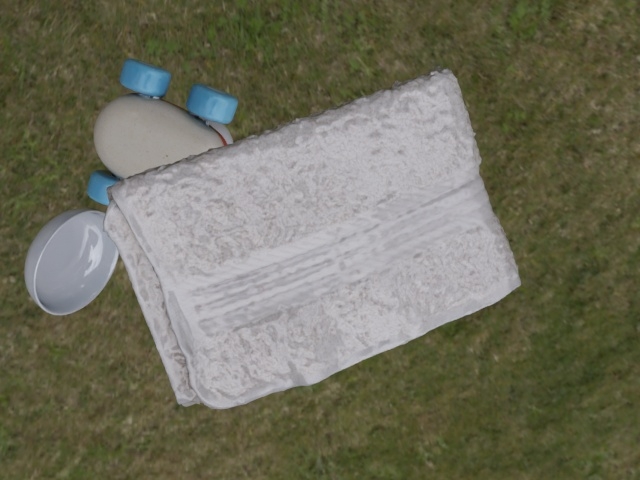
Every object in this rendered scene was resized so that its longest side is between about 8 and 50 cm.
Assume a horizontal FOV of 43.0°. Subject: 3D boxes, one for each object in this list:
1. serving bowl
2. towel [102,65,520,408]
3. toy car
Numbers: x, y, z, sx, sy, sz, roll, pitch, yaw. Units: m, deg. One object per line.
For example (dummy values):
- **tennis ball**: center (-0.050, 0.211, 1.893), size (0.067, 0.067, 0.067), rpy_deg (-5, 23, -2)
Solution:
- **serving bowl**: center (-0.188, 0.012, 0.601), size (0.027, 0.083, 0.083), rpy_deg (23, 122, 25)
- **towel**: center (0.000, 0.000, 0.599), size (0.282, 0.049, 0.187), rpy_deg (-22, 102, -10)
- **toy car**: center (-0.225, -0.154, 1.301), size (0.210, 0.238, 0.219), rpy_deg (22, 102, 6)
